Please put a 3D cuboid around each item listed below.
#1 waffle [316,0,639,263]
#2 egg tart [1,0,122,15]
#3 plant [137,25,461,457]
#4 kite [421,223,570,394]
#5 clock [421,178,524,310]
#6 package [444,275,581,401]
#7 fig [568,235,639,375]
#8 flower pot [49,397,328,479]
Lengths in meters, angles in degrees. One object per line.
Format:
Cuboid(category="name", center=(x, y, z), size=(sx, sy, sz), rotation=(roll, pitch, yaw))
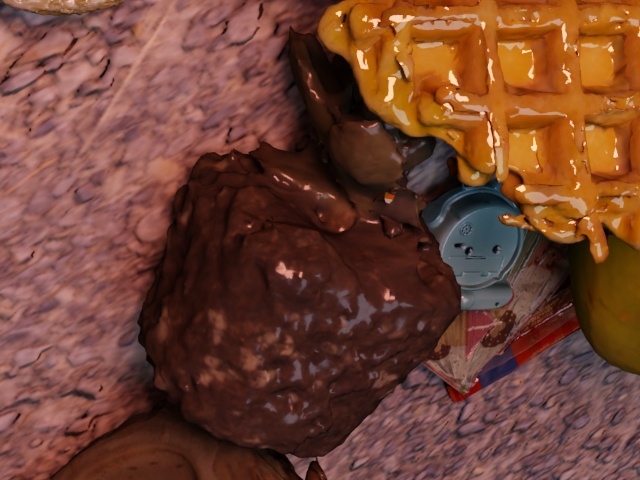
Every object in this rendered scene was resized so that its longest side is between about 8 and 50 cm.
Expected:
Cuboid(category="waffle", center=(0.196, -0.191, 0.961), size=(0.380, 0.095, 0.382), rotation=(38, 74, -11))
Cuboid(category="egg tart", center=(-0.172, -0.245, 0.873), size=(0.197, 0.078, 0.197), rotation=(-13, 127, -18))
Cuboid(category="plant", center=(0.000, 0.000, 1.050), size=(0.213, 0.215, 0.312), rotation=(20, 107, -34))
Cuboid(category="kite", center=(0.145, 0.038, 1.278), size=(0.323, 0.013, 0.267), rotation=(-14, 122, -19))
Cuboid(category="clock", center=(0.140, -0.007, 1.214), size=(0.108, 0.045, 0.147), rotation=(0, 117, -27))
Cuboid(category="package", center=(0.211, 0.093, 1.359), size=(0.200, 0.022, 0.083), rotation=(-29, 130, -5))
Cuboid(category="fig", center=(0.346, -0.021, 1.198), size=(0.258, 0.258, 0.326), rotation=(0, 122, -30))
Cuboid(category="flower pot", center=(-0.106, 0.283, 1.144), size=(0.302, 0.302, 0.213), rotation=(-38, 131, -1))
